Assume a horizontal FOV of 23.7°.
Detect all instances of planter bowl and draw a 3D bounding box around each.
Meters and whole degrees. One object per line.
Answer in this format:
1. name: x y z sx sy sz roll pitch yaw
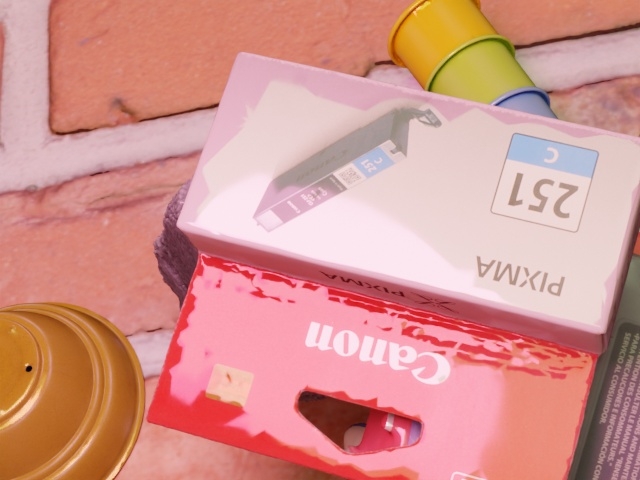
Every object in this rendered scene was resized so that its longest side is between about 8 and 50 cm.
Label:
1. planter bowl: -0.261 0.127 1.258 0.217 0.090 0.217 -6 59 11

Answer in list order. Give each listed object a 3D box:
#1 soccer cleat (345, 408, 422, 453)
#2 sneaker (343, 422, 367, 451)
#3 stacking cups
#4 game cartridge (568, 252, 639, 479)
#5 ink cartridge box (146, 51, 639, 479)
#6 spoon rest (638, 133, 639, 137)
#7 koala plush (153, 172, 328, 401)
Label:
1. soccer cleat: 0.067 0.194 1.048 0.095 0.083 0.248 20 54 -16
2. sneaker: 0.147 0.106 1.149 0.296 0.112 0.131 -36 57 -9
3. stacking cups: 0.176 -0.081 1.268 0.096 0.096 0.316 -32 58 -5
4. game cartridge: 0.231 0.168 1.044 0.198 0.062 0.297 17 86 -2
5. ink cartridge box: 0.047 0.029 1.019 0.296 0.066 0.261 13 75 15
6. spoon rest: 0.386 -0.071 1.224 0.276 0.084 0.137 -2 57 30
7. koala plush: 0.000 0.000 1.219 0.221 0.203 0.196 -37 92 -20
